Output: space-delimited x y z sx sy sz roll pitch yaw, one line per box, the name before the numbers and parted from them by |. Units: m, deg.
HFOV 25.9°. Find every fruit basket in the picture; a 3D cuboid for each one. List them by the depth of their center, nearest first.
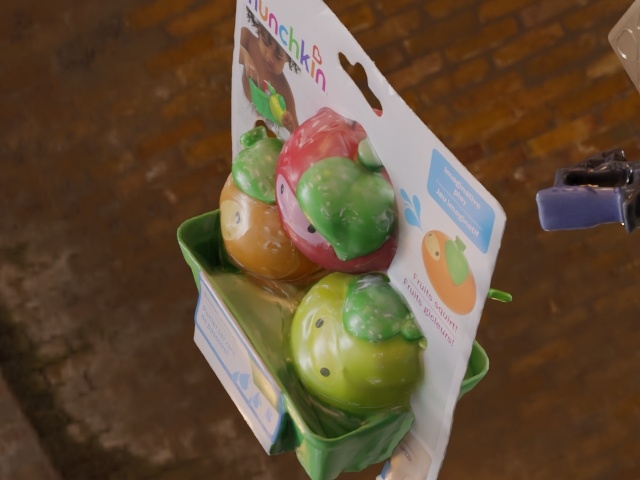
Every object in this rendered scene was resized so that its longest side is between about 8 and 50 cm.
fruit basket | 0.000 0.000 0.997 0.165 0.327 0.353 -24 -35 -19

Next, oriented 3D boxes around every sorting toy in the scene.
sorting toy | 0.206 -0.122 0.837 0.012 0.062 0.083 -16 -18 -21

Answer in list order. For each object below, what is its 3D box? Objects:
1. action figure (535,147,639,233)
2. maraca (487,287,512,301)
action figure | 0.269 -0.113 0.711 0.341 0.330 0.178 -10 -41 11
maraca | 0.161 0.051 1.782 0.127 0.186 0.099 10 -85 -43
